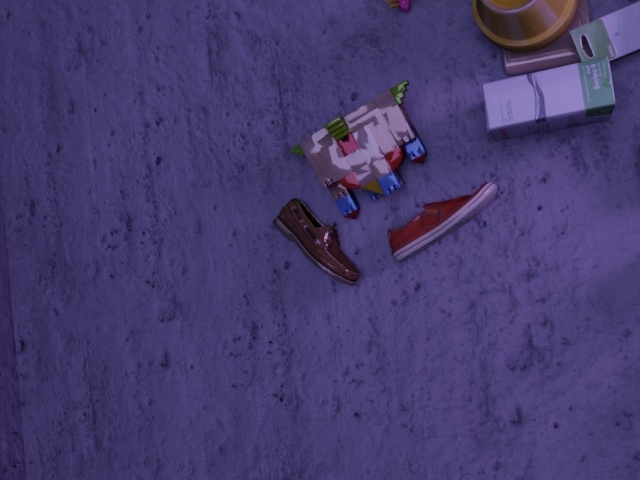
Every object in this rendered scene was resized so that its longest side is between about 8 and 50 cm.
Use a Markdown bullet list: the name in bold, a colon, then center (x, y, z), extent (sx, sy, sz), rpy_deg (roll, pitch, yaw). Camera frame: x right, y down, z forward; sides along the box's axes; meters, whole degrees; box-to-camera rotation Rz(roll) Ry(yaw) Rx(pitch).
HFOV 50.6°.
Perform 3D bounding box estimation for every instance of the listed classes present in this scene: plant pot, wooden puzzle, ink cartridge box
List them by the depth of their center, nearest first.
- **plant pot**: center (0.479, -0.602, 1.629), extent (0.254, 0.239, 0.254), rpy_deg (2, 94, 25)
- **ink cartridge box**: center (0.556, -0.340, 1.666), extent (0.289, 0.211, 0.122), rpy_deg (-9, 87, 18)
- **ink cartridge box**: center (0.727, -0.503, 1.666), extent (0.209, 0.062, 0.109), rpy_deg (-22, 90, 9)
- **wooden puzzle**: center (0.579, -0.564, 1.754), extent (0.221, 0.044, 0.239), rpy_deg (-7, 92, 18)

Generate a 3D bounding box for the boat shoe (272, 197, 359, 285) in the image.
- **boat shoe**: center (0.000, 0.000, 1.908), extent (0.307, 0.110, 0.104), rpy_deg (40, 103, 15)

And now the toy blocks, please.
- **toy blocks**: center (0.133, -0.225, 1.849), extent (0.381, 0.191, 0.261), rpy_deg (-28, 92, 17)

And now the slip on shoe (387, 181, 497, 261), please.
- **slip on shoe**: center (0.318, -0.065, 1.801), extent (0.331, 0.123, 0.101), rpy_deg (-34, 75, 21)

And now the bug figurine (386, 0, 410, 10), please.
- **bug figurine**: center (0.251, -0.750, 1.848), extent (0.279, 0.072, 0.216), rpy_deg (-20, 89, 13)
